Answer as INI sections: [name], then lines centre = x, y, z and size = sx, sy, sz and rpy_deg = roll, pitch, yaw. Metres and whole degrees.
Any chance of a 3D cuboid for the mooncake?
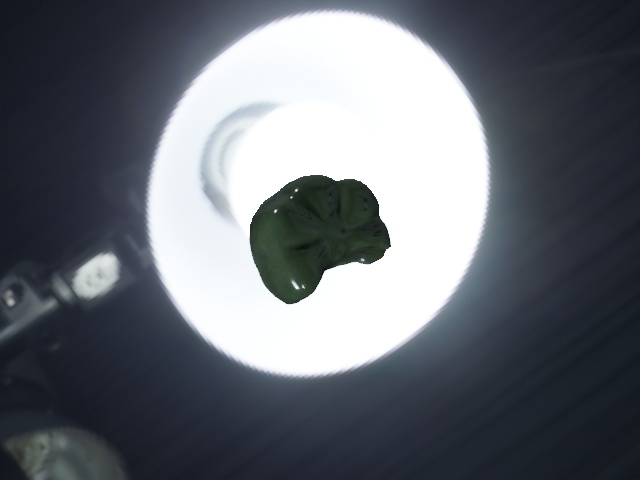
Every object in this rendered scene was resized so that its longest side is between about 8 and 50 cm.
[mooncake]
centre = 0.000, 0.000, 1.679
size = 0.168, 0.175, 0.104
rpy_deg = 34, 161, -16
